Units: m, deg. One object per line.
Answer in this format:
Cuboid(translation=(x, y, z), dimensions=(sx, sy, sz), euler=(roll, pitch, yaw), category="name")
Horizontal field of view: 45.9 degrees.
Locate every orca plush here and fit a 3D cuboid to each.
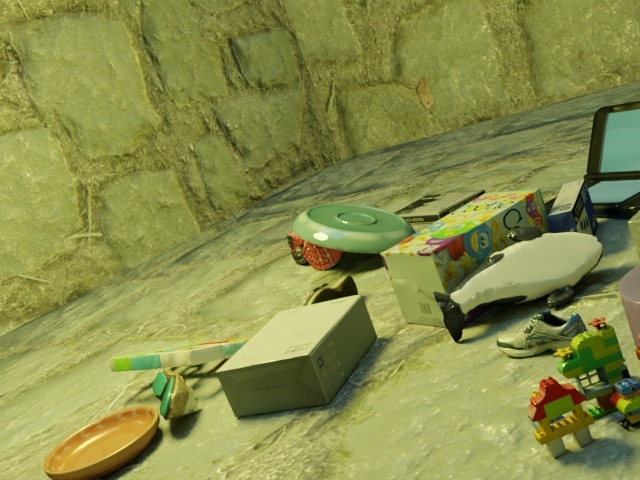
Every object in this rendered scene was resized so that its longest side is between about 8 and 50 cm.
Cuboid(translation=(0.322, 0.082, 1.228), dimensions=(0.287, 0.102, 0.151), euler=(-35, 60, -17), category="orca plush")

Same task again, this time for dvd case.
Cuboid(translation=(0.316, -0.092, 2.095), dimensions=(0.179, 0.029, 0.239), euler=(-27, 13, -28), category="dvd case")

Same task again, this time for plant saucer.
Cuboid(translation=(-0.358, 0.342, 1.258), dimensions=(0.200, 0.037, 0.200), euler=(-19, 12, 4), category="plant saucer")
Cuboid(translation=(0.086, -0.039, 1.880), dimensions=(0.318, 0.043, 0.317), euler=(5, 18, -2), category="plant saucer")

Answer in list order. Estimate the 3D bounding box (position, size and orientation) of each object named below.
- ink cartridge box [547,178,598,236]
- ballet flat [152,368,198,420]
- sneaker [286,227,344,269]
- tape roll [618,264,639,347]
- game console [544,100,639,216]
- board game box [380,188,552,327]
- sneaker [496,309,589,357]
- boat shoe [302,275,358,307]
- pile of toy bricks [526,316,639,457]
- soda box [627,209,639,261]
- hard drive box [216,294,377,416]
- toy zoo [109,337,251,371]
Cuboid(translation=(0.470, -0.039, 1.399), dimensions=(0.046, 0.097, 0.207), euler=(-15, 13, 29), category="ink cartridge box")
Cuboid(translation=(-0.248, 0.270, 1.324), dimensions=(0.067, 0.073, 0.206), euler=(22, -1, -17), category="ballet flat")
Cuboid(translation=(0.000, 0.000, 2.004), dimensions=(0.112, 0.120, 0.299), euler=(-22, 11, -16), category="sneaker")
Cuboid(translation=(0.473, 0.072, 0.926), dimensions=(0.189, 0.080, 0.189), euler=(-21, 11, 4), category="tape roll")
Cuboid(translation=(0.616, -0.171, 1.569), dimensions=(0.250, 0.173, 0.293), euler=(-25, 12, -22), category="game console")
Cuboid(translation=(0.270, 0.027, 1.339), dimensions=(0.275, 0.142, 0.144), euler=(-28, 13, -30), category="board game box")
Cuboid(translation=(0.304, 0.123, 1.043), dimensions=(0.135, 0.058, 0.052), euler=(-13, 14, 37), category="sneaker")
Cuboid(translation=(0.010, 0.130, 1.506), dimensions=(0.073, 0.080, 0.223), euler=(-22, 5, 26), category="boat shoe")
Cuboid(translation=(0.313, 0.139, 0.836), dimensions=(0.212, 0.105, 0.118), euler=(-22, 11, -4), category="pile of toy bricks")
Cuboid(translation=(0.596, -0.044, 1.201), dimensions=(0.091, 0.098, 0.286), euler=(-10, 15, 47), category="soda box")
Cuboid(translation=(-0.033, 0.188, 1.262), dimensions=(0.181, 0.089, 0.232), euler=(-14, 14, 29), category="hard drive box")
Cuboid(translation=(-0.246, 0.221, 1.478), dimensions=(0.293, 0.030, 0.192), euler=(-12, -5, 38), category="toy zoo")
